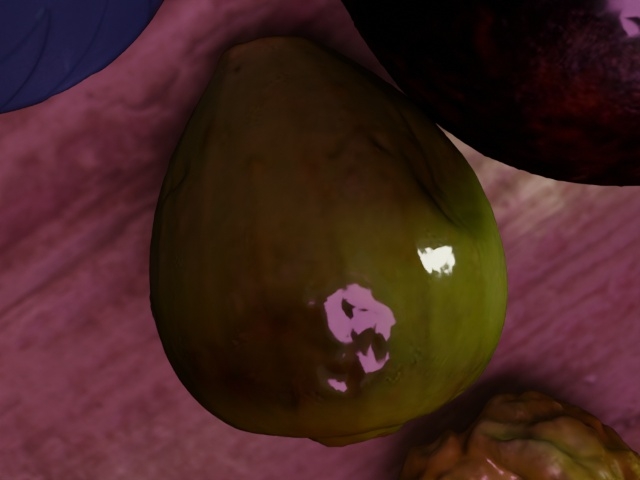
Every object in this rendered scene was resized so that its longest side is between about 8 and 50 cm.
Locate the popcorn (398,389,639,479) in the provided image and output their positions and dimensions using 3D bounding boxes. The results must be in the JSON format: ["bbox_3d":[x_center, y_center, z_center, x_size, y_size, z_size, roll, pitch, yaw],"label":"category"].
[{"bbox_3d":[0.142,0.198,0.954,0.197,0.155,0.198,0,93,8],"label":"popcorn"}]

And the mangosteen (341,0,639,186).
[{"bbox_3d":[0.146,-0.171,0.725,0.297,0.293,0.297,-2,85,18],"label":"mangosteen"}]

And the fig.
[{"bbox_3d":[0.001,0.006,0.805,0.207,0.207,0.230,-12,117,-5],"label":"fig"}]

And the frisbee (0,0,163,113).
[{"bbox_3d":[-0.205,-0.195,0.755,0.289,0.049,0.289,-4,115,-9],"label":"frisbee"}]
